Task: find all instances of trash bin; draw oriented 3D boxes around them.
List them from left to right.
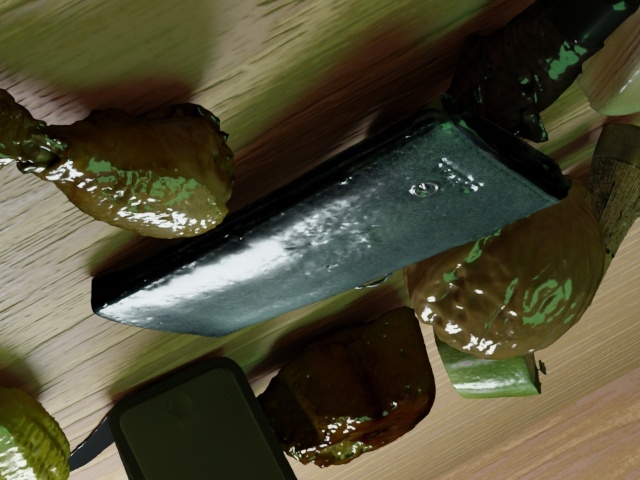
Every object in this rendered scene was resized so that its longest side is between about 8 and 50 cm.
[{"bbox_3d":[-0.138,0.303,1.525,0.158,0.223,0.343,-24,164,-16],"label":"trash bin"}]

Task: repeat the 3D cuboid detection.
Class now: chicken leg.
[{"bbox_3d":[-0.147,-0.052,0.828,0.107,0.087,0.251,-30,157,29],"label":"chicken leg"}]

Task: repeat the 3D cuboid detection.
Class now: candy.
[{"bbox_3d":[-0.296,0.189,1.212,0.106,0.094,0.199,-59,168,-26],"label":"candy"}]

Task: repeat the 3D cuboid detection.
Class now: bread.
[{"bbox_3d":[0.035,0.185,1.586,0.232,0.135,0.247,-23,159,-6],"label":"bread"}]

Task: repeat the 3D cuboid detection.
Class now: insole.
[{"bbox_3d":[-0.239,0.217,1.490,0.080,0.003,0.232,-5,151,-49],"label":"insole"}]

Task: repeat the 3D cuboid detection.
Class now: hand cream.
[{"bbox_3d":[0.304,-0.021,1.367,0.203,0.084,0.084,-66,162,-8],"label":"hand cream"}]

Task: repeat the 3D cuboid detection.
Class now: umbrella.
[{"bbox_3d":[0.137,-0.116,1.045,0.090,0.094,0.326,31,134,-16],"label":"umbrella"}]

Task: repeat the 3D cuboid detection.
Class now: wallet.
[{"bbox_3d":[0.000,0.000,1.063,0.379,0.046,0.190,-25,153,31],"label":"wallet"}]

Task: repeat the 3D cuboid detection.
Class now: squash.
[{"bbox_3d":[0.226,0.136,1.704,0.122,0.170,0.170,-20,163,13],"label":"squash"}]

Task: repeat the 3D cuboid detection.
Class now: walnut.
[{"bbox_3d":[0.180,0.010,1.252,0.213,0.213,0.213,-25,160,-10],"label":"walnut"}]

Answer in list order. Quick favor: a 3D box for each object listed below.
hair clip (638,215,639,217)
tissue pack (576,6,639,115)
[{"bbox_3d":[0.325,-0.039,1.503,0.187,0.056,0.146,-32,-167,-19],"label":"hair clip"},{"bbox_3d":[0.352,-0.231,1.072,0.170,0.071,0.325,-16,156,-25],"label":"tissue pack"}]
